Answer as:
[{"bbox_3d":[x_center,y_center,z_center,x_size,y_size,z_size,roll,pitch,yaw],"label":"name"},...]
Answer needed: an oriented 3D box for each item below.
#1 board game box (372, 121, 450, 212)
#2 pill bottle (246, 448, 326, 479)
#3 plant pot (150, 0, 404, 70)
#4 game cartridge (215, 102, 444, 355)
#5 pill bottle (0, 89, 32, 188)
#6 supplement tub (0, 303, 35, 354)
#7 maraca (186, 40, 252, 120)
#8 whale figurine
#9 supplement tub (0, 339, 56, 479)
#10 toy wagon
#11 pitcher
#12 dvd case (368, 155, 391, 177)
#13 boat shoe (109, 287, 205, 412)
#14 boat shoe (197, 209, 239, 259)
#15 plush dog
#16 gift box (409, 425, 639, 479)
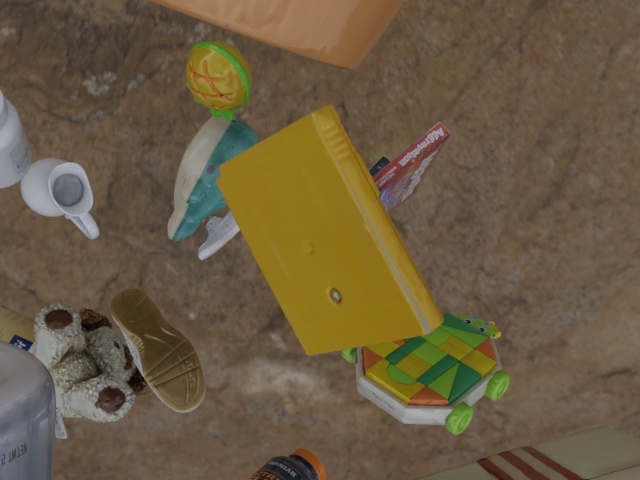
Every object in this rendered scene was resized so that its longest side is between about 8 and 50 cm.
[{"bbox_3d":[0.114,-0.082,1.353,0.145,0.281,0.027,-41,82,-12],"label":"board game box"},{"bbox_3d":[-0.094,0.507,1.691,0.130,0.245,0.130,21,127,31],"label":"pill bottle"},{"bbox_3d":[-0.036,-0.232,0.533,0.290,0.291,0.204,16,102,-17],"label":"plant pot"},{"bbox_3d":[0.000,0.000,1.220,0.285,0.052,0.324,-19,99,53],"label":"game cartridge"},{"bbox_3d":[-0.612,-0.197,1.595,0.131,0.131,0.229,2,159,-9],"label":"pill bottle"},{"bbox_3d":[-0.721,0.275,1.989,0.316,0.228,0.228,24,118,1],"label":"supplement tub"},{"bbox_3d":[-0.177,-0.270,1.489,0.127,0.099,0.186,42,153,1],"label":"maraca"},{"bbox_3d":[-0.205,-0.111,1.697,0.141,0.216,0.272,27,115,-2],"label":"whale figurine"},{"bbox_3d":[-0.282,0.242,0.563,0.207,0.207,0.338,3,101,-9],"label":"supplement tub"},{"bbox_3d":[0.220,0.213,1.630,0.344,0.267,0.068,-29,137,-38],"label":"toy wagon"},{"bbox_3d":[-0.545,-0.088,1.849,0.125,0.207,0.178,-32,114,-27],"label":"pitcher"},{"bbox_3d":[0.049,-0.043,1.685,0.029,0.179,0.239,41,81,12],"label":"dvd case"},{"bbox_3d":[-0.285,0.207,1.571,0.098,0.277,0.096,-27,146,-18],"label":"boat shoe"},{"bbox_3d":[-0.224,-0.028,1.974,0.063,0.184,0.066,46,150,-2],"label":"boat shoe"},{"bbox_3d":[-0.462,0.256,1.753,0.210,0.225,0.262,-44,79,31],"label":"plush dog"},{"bbox_3d":[0.195,0.316,0.717,0.276,0.258,0.255,-20,87,-4],"label":"gift box"}]
